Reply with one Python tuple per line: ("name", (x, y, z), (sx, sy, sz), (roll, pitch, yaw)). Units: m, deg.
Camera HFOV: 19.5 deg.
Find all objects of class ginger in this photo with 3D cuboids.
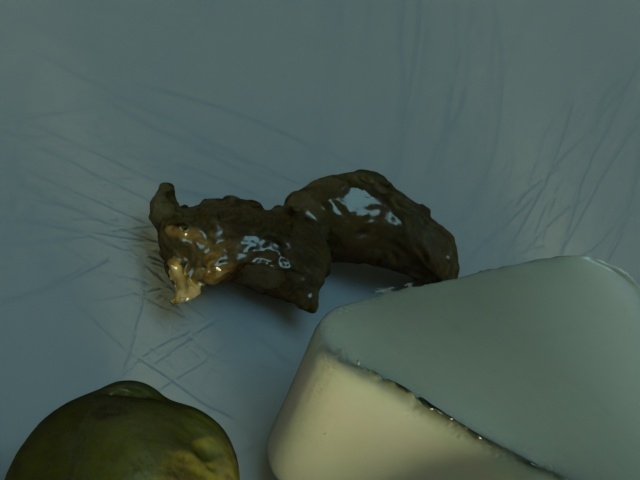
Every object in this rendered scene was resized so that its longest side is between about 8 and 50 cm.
("ginger", (-0.002, 0.000, 1.513), (0.290, 0.084, 0.122), (-1, 48, -32))

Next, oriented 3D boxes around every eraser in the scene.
("eraser", (0.165, 0.167, 1.386), (0.331, 0.150, 0.331), (15, 33, -10))

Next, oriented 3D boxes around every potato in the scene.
("potato", (-0.135, 0.189, 1.248), (0.154, 0.137, 0.200), (42, 36, -37))
